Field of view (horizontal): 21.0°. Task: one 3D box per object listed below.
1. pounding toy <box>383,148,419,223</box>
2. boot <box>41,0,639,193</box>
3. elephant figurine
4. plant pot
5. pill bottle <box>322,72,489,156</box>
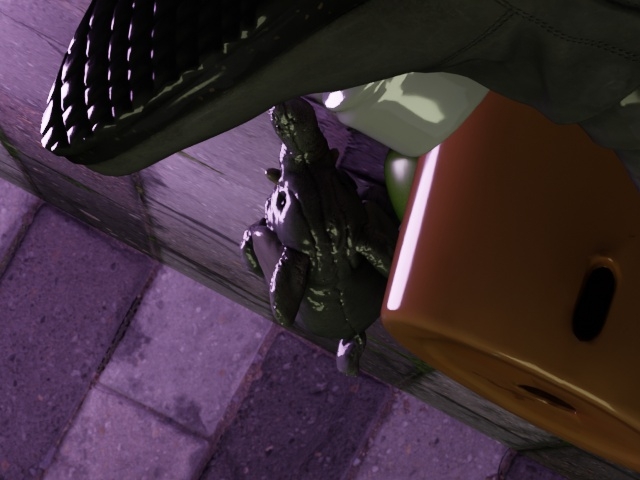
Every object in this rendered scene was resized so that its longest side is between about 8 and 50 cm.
[{"bbox_3d":[0.139,0.019,1.414,0.237,0.110,0.183,25,171,20],"label":"pounding toy"},{"bbox_3d":[0.072,-0.068,0.648,0.338,0.118,0.222,-25,133,35],"label":"boot"},{"bbox_3d":[0.000,0.000,1.525,0.186,0.169,0.239,33,175,3],"label":"elephant figurine"},{"bbox_3d":[0.166,0.000,0.926,0.291,0.203,0.291,27,171,5],"label":"plant pot"},{"bbox_3d":[-0.043,-0.164,0.757,0.283,0.161,0.161,30,171,-13],"label":"pill bottle"}]
